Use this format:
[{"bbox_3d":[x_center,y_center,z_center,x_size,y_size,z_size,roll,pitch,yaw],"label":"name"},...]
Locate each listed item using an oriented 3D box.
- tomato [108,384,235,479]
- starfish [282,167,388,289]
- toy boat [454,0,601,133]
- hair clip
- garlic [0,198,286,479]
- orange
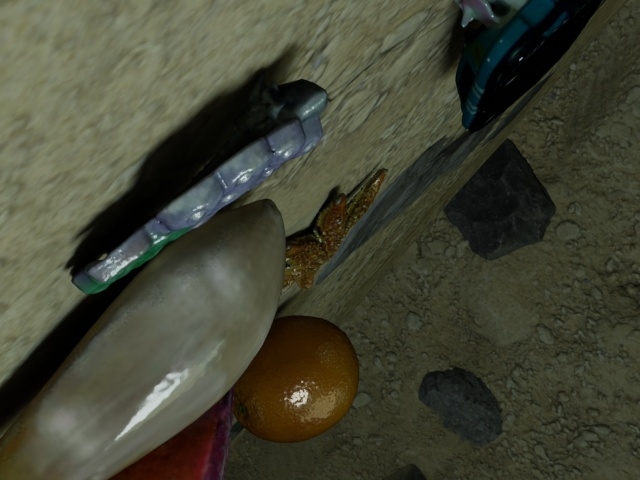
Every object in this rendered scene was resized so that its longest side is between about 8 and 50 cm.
[{"bbox_3d":[-0.182,0.242,0.990,0.335,0.176,0.290,-169,-87,-88],"label":"tomato"},{"bbox_3d":[0.001,0.001,1.206,0.240,0.043,0.227,-48,174,-9],"label":"starfish"},{"bbox_3d":[0.175,-0.192,0.971,0.134,0.092,0.299,-43,175,-2],"label":"toy boat"},{"bbox_3d":[-0.076,-0.034,0.608,0.195,0.052,0.124,-39,178,0],"label":"hair clip"},{"bbox_3d":[-0.130,0.091,0.729,0.318,0.112,0.143,-39,178,-11],"label":"garlic"},{"bbox_3d":[-0.042,0.210,1.520,0.206,0.206,0.206,-45,172,-8],"label":"orange"}]
